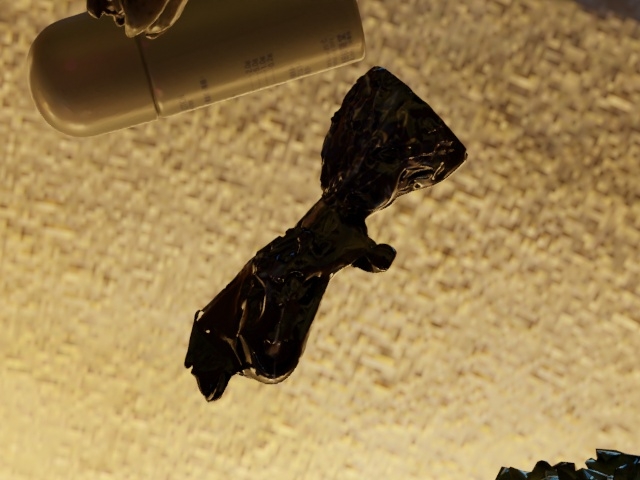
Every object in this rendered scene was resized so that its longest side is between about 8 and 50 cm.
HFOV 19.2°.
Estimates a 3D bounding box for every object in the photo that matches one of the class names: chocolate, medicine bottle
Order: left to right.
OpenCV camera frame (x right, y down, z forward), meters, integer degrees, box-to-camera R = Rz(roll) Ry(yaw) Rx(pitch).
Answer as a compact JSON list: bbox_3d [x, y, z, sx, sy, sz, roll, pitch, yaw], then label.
[{"bbox_3d":[-0.132,-0.199,1.938,0.341,0.130,0.130,-17,-129,-3],"label":"medicine bottle"},{"bbox_3d":[-0.002,0.005,1.709,0.148,0.126,0.343,28,-106,31],"label":"chocolate"}]

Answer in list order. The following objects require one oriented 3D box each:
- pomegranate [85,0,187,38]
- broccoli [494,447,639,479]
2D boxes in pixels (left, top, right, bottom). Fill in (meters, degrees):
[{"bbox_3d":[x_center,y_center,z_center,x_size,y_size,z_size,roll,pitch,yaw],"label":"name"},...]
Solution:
[{"bbox_3d":[-0.080,-0.241,1.198,0.179,0.210,0.179,16,-139,-14],"label":"pomegranate"},{"bbox_3d":[0.009,0.136,0.430,0.194,0.194,0.220,34,-94,15],"label":"broccoli"}]
